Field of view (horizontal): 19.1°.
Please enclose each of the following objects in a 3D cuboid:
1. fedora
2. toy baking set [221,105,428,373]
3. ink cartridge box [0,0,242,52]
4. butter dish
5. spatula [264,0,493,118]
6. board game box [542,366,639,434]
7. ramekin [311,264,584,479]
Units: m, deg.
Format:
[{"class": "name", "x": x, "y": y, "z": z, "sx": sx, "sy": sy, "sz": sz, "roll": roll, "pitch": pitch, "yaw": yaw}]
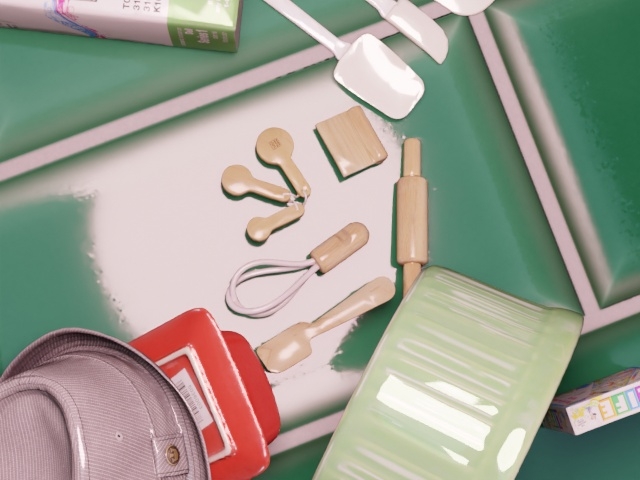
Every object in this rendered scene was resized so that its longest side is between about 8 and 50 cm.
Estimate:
[{"class": "fedora", "x": -0.224, "y": 0.217, "z": 1.676, "sx": 0.244, "sy": 0.124, "sz": 0.275, "roll": 0, "pitch": 93, "yaw": 27}, {"class": "toy baking set", "x": 0.007, "y": -0.001, "z": 1.784, "sx": 0.197, "sy": 0.030, "sz": 0.256, "roll": -2, "pitch": 75, "yaw": -5}, {"class": "ink cartridge box", "x": -0.203, "y": -0.294, "z": 1.756, "sx": 0.278, "sy": 0.117, "sz": 0.201, "roll": 6, "pitch": 86, "yaw": -1}, {"class": "butter dish", "x": -0.098, "y": 0.149, "z": 1.744, "sx": 0.160, "sy": 0.118, "sz": 0.160, "roll": -29, "pitch": 81, "yaw": 38}, {"class": "spatula", "x": 0.028, "y": -0.247, "z": 1.820, "sx": 0.242, "sy": 0.019, "sz": 0.168, "roll": 37, "pitch": 86, "yaw": -1}, {"class": "board game box", "x": 0.262, "y": 0.145, "z": 1.741, "sx": 0.103, "sy": 0.154, "sz": 0.026, "roll": -19, "pitch": 88, "yaw": -4}, {"class": "ramekin", "x": 0.099, "y": 0.170, "z": 1.664, "sx": 0.148, "sy": 0.303, "sz": 0.303, "roll": 26, "pitch": 85, "yaw": 6}]
